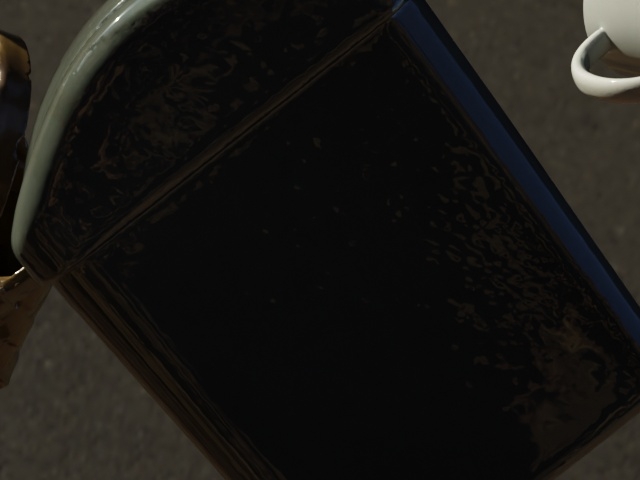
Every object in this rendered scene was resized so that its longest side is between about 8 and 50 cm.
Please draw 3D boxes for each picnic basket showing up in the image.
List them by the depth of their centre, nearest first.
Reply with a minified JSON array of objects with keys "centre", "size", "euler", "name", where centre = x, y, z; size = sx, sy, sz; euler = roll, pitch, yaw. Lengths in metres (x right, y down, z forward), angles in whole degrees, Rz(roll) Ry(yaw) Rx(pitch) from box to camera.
[{"centre":[-0.184,-0.022,0.946],"size":[0.137,0.178,0.128],"euler":[12,43,-27],"name":"picnic basket"}]

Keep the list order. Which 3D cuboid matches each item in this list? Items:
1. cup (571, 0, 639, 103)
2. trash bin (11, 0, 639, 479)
[{"centre":[0.216,-0.115,1.106],"size":[0.099,0.136,0.133],"euler":[36,-7,-35],"name":"cup"},{"centre":[0.000,0.000,0.730],"size":[0.236,0.176,0.101],"euler":[51,0,-10],"name":"trash bin"}]
